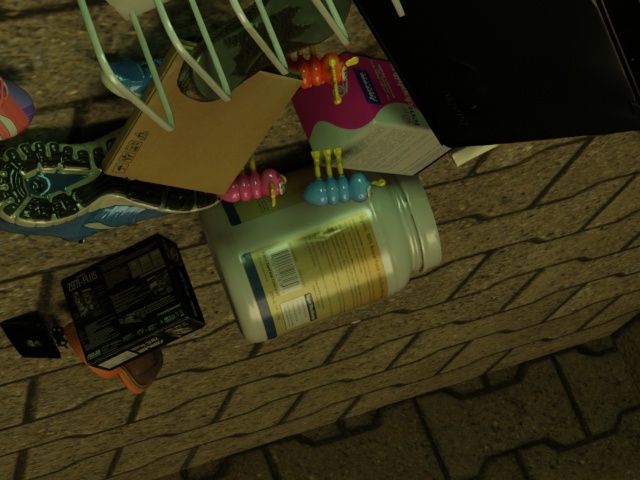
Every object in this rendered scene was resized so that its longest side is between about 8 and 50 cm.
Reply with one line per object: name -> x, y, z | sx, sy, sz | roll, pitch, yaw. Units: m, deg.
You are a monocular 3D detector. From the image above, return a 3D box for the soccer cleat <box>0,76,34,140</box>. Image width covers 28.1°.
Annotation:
soccer cleat -> -0.378, -0.157, 1.292 | 0.095, 0.083, 0.248 | -39, 153, 30

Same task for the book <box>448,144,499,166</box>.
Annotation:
book -> 0.215, -0.167, 1.848 | 0.096, 0.144, 0.035 | -26, 120, 2

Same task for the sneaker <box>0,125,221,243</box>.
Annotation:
sneaker -> -0.273, -0.073, 1.613 | 0.330, 0.129, 0.147 | -7, 171, -31

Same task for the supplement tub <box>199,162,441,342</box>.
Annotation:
supplement tub -> 0.000, 0.000, 1.909 | 0.316, 0.228, 0.228 | -19, 161, -6

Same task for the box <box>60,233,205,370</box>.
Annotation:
box -> -0.291, 0.098, 1.982 | 0.180, 0.147, 0.077 | -26, 161, 10

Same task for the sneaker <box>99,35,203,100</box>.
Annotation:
sneaker -> -0.169, -0.198, 1.445 | 0.152, 0.058, 0.084 | 7, 136, -35

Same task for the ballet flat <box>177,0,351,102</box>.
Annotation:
ballet flat -> -0.062, -0.223, 1.393 | 0.250, 0.084, 0.058 | -41, -158, -31

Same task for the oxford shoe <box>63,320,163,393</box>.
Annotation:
oxford shoe -> -0.317, 0.174, 2.208 | 0.133, 0.130, 0.363 | -39, 169, -1

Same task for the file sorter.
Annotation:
file sorter -> -0.079, -0.252, 1.213 | 0.278, 0.173, 0.193 | -25, 162, 8

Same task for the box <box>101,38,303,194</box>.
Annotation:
box -> -0.137, -0.135, 1.472 | 0.164, 0.021, 0.201 | 9, 134, -34

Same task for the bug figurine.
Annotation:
bug figurine -> -0.042, -0.124, 1.572 | 0.216, 0.072, 0.279 | -10, 133, 6

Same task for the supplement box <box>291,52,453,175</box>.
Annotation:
supplement box -> 0.082, -0.166, 1.726 | 0.114, 0.111, 0.220 | -36, 157, 35

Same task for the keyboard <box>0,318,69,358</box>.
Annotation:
keyboard -> -0.471, 0.157, 2.147 | 0.100, 0.038, 0.192 | 3, 160, -2

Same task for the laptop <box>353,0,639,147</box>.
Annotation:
laptop -> 0.284, -0.316, 1.459 | 0.408, 0.236, 0.382 | -47, 137, -8
